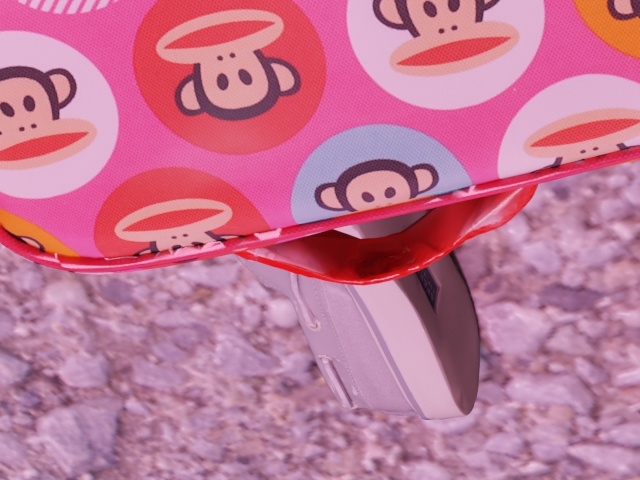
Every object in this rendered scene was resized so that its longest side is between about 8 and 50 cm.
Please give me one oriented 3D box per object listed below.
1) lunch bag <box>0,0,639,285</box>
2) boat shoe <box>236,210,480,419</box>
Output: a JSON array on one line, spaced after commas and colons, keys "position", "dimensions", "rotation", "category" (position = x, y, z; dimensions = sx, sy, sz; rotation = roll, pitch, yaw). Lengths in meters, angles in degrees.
[{"position": [0.004, -0.099, 0.602], "dimensions": [0.293, 0.120, 0.258], "rotation": [-10, 124, 8], "category": "lunch bag"}, {"position": [0.000, 0.000, 0.783], "dimensions": [0.081, 0.079, 0.227], "rotation": [-7, 133, 22], "category": "boat shoe"}]
